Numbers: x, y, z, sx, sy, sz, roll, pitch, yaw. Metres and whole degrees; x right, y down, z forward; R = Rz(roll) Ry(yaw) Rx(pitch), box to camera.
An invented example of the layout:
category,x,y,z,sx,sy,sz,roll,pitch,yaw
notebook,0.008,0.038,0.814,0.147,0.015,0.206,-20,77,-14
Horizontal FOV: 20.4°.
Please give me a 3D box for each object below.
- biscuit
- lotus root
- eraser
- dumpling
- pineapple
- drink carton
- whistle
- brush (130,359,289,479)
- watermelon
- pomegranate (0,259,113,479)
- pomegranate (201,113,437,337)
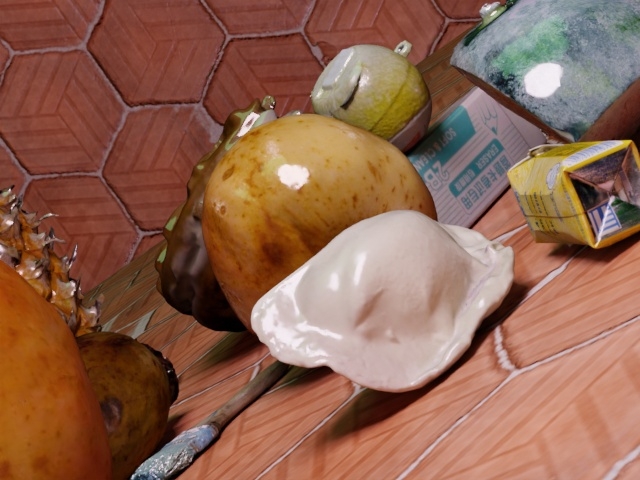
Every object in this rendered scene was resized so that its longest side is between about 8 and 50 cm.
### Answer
category,x,y,z,sx,sy,sz,roll,pitch,yaw
biscuit,-0.062,-0.023,1.917,0.268,0.115,0.366,-57,-14,6
lotus root,-0.240,0.181,1.688,0.169,0.141,0.314,-35,8,37
eraser,0.141,-0.076,1.788,0.052,0.095,0.225,-33,7,44
dumpling,0.065,0.046,1.357,0.229,0.124,0.151,-31,43,-32
pineapple,-0.427,0.124,2.234,0.352,0.300,0.352,-35,9,6
drink carton,0.195,-0.038,1.391,0.074,0.084,0.200,-26,5,-9
whistle,0.036,-0.096,1.717,0.223,0.123,0.123,-61,14,-12
brush,-0.093,0.165,1.635,0.196,0.021,0.070,-37,7,-32
watermelon,0.235,-0.190,1.636,0.188,0.175,0.322,-55,8,4
pomegranate,-0.356,0.188,1.392,0.410,0.410,0.410,-35,8,5
pomegranate,0.000,0.000,1.568,0.215,0.215,0.215,-35,8,5
